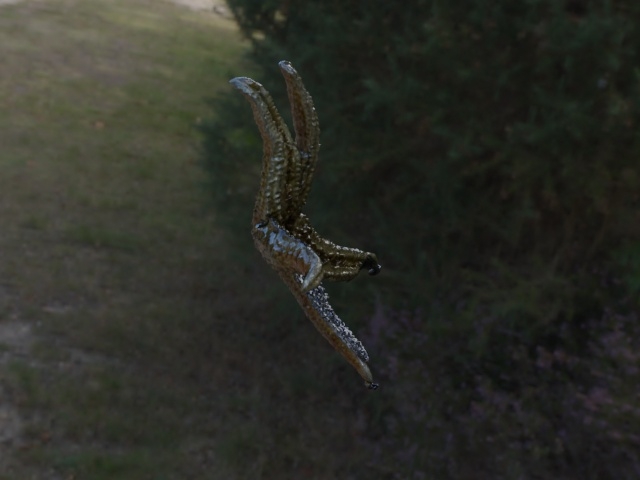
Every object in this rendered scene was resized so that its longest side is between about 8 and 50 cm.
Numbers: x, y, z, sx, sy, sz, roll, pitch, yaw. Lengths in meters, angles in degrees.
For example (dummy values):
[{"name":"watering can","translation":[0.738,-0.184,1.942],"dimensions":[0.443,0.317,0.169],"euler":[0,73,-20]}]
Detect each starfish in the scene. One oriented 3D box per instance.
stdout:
[{"name":"starfish","translation":[-0.005,0.003,0.511],"dimensions":[0.041,0.133,0.130],"euler":[-13,-18,12]}]
